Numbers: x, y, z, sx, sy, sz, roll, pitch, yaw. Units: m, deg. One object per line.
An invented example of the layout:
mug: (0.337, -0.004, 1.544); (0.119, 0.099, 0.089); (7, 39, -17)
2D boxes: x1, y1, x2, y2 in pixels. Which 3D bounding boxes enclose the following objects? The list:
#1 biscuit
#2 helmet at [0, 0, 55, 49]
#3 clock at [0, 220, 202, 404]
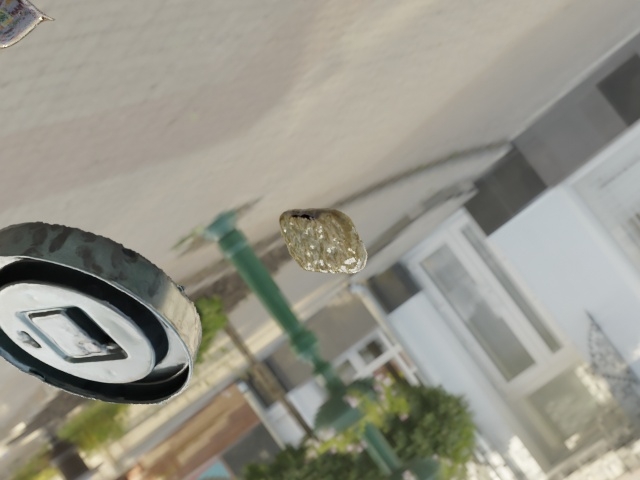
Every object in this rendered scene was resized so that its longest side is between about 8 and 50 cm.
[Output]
biscuit: (0.000, 0.000, 1.146); (0.018, 0.071, 0.147); (-31, -165, -28)
helmet: (-0.469, -0.319, 1.596); (0.175, 0.155, 0.106); (30, 91, -42)
clock: (-0.294, 0.096, 1.410); (0.312, 0.312, 0.061); (-45, -159, 51)
